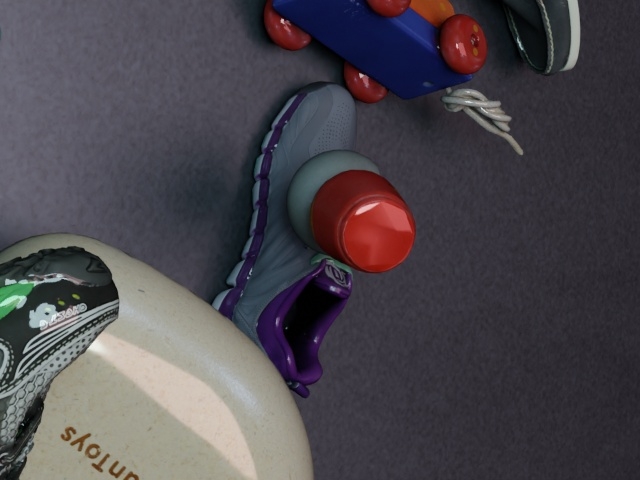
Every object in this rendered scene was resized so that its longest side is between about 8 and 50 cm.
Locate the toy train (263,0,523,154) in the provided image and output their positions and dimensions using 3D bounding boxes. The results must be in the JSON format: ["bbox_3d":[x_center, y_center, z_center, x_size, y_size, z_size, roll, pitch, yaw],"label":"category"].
[{"bbox_3d":[0.073,-0.171,1.124,0.248,0.105,0.143,29,58,-43],"label":"toy train"}]

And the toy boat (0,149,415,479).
[{"bbox_3d":[-0.071,0.072,0.939,0.318,0.148,0.267,-43,105,-1],"label":"toy boat"}]

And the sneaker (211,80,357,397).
[{"bbox_3d":[0.000,0.000,1.061,0.083,0.098,0.224,26,77,-41],"label":"sneaker"}]

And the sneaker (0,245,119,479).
[{"bbox_3d":[-0.186,0.149,0.787,0.343,0.146,0.134,-58,168,19],"label":"sneaker"}]

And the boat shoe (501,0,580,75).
[{"bbox_3d":[0.132,-0.224,1.184,0.079,0.084,0.233,-29,117,-15],"label":"boat shoe"}]
